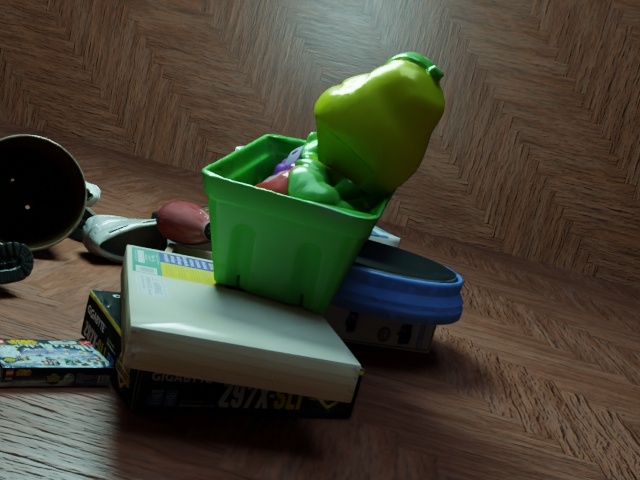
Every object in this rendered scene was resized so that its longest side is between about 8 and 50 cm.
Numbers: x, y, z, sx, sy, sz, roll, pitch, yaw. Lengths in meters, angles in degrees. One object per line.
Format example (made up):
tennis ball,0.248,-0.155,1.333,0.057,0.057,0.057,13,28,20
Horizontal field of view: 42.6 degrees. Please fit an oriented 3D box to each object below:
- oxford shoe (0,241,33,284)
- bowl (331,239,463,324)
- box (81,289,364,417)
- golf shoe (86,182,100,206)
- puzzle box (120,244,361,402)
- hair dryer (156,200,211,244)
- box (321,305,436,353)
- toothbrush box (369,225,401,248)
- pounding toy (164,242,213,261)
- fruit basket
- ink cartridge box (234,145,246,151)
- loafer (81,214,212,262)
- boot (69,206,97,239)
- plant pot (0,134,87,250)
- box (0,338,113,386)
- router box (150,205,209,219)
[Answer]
oxford shoe,-0.556,0.043,1.230,0.096,0.082,0.227,-3,-4,38
bowl,0.080,0.056,1.530,0.391,0.077,0.391,15,9,-2
box,-0.140,0.156,1.142,0.322,0.079,0.257,9,12,-31
golf shoe,-0.574,-0.117,1.804,0.176,0.069,0.086,8,1,-14
puzzle box,-0.129,0.098,1.107,0.272,0.052,0.409,12,9,-15
hair dryer,-0.193,-0.043,1.534,0.224,0.080,0.293,-3,10,7
box,0.058,0.131,1.560,0.290,0.087,0.169,10,10,-22
toothbrush box,0.046,0.001,2.212,0.216,0.126,0.295,10,9,-25
pounding toy,-0.193,0.085,1.423,0.181,0.094,0.206,13,9,-6
fruit basket,0.014,-0.117,1.210,0.283,0.392,0.392,16,9,7
ink cartridge box,-0.029,-0.089,1.595,0.283,0.117,0.207,19,10,6
loafer,-0.324,0.007,1.689,0.320,0.112,0.111,0,21,-31
boot,-0.518,-0.047,1.811,0.198,0.076,0.137,20,6,27
plant pot,-0.591,-0.088,1.608,0.215,0.215,0.230,10,-4,-28
box,-0.338,0.150,1.017,0.137,0.027,0.094,7,11,-38
router box,-0.235,-0.008,1.967,0.243,0.081,0.309,17,10,13
